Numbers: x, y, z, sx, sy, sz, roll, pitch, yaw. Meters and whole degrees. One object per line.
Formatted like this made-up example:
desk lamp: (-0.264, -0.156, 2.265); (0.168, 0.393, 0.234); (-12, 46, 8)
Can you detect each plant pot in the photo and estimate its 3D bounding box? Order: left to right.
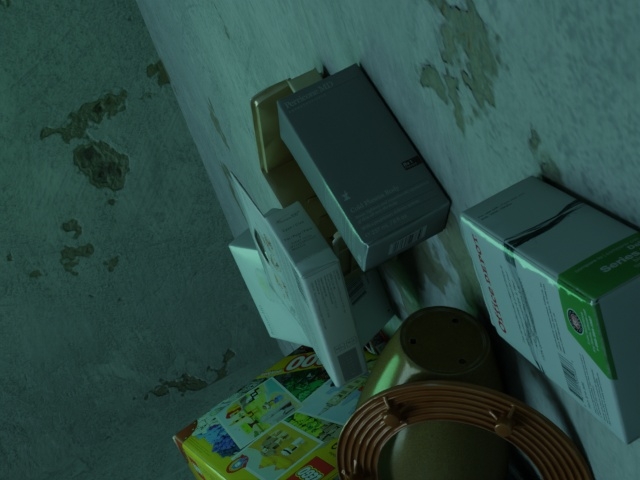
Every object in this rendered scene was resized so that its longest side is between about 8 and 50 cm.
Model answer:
plant pot: (0.156, 0.218, 1.292); (0.237, 0.237, 0.254); (55, 156, 40)

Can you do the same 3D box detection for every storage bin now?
storage bin: (0.010, -0.088, 1.463); (0.262, 0.123, 0.260); (60, 170, 20)

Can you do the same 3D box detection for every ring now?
ring: (0.178, 0.318, 1.208); (0.336, 0.337, 0.032); (68, -150, -25)

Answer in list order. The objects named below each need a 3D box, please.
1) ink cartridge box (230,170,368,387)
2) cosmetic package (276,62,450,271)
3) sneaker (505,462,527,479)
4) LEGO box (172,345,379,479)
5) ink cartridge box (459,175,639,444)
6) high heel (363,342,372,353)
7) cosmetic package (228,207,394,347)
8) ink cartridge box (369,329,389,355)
ink cartridge box: (-0.031, 0.052, 1.488); (0.261, 0.066, 0.296); (55, 167, 40)
cosmetic package: (0.051, -0.095, 1.218); (0.238, 0.127, 0.107); (58, 170, 18)
sneaker: (0.296, 0.420, 1.407); (0.330, 0.122, 0.146); (56, -174, 29)
LEGO box: (0.005, 0.382, 1.697); (0.500, 0.372, 0.193); (9, 129, 63)
ink cartridge box: (0.221, 0.051, 0.819); (0.208, 0.087, 0.153); (45, 160, 59)
high heel: (0.086, 0.298, 2.050); (0.181, 0.127, 0.377); (55, 177, -22)
cosmetic package: (-0.018, 0.074, 1.747); (0.225, 0.138, 0.224); (9, 130, 46)
ink cartridge box: (0.126, 0.225, 1.968); (0.063, 0.029, 0.115); (55, 168, 41)
